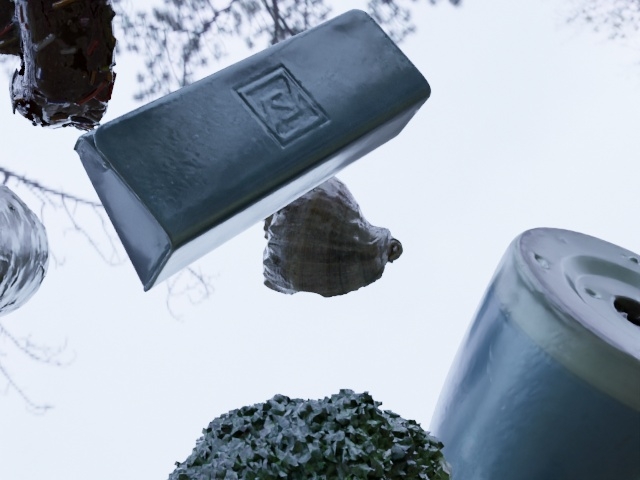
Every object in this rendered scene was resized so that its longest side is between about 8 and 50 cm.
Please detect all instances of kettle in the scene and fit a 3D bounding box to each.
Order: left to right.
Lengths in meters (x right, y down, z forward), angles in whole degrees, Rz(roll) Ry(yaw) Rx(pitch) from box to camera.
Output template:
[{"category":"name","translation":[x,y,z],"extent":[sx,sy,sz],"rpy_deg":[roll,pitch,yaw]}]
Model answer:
[{"category":"kettle","translation":[0.231,0.195,0.905],"extent":[0.319,0.247,0.342],"rpy_deg":[1,-58,-41]}]

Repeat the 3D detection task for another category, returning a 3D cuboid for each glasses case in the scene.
[{"category":"glasses case","translation":[-0.029,-0.074,0.678],"extent":[0.266,0.056,0.105],"rpy_deg":[-35,-74,-40]}]

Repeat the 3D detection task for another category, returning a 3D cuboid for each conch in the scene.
[{"category":"conch","translation":[0.000,0.000,1.199],"extent":[0.155,0.207,0.130],"rpy_deg":[-64,-24,-1]}]

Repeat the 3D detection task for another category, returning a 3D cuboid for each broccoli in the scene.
[{"category":"broccoli","translation":[-0.010,0.150,0.406],"extent":[0.156,0.195,0.195],"rpy_deg":[37,-73,-8]}]

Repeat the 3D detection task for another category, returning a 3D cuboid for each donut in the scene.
[{"category":"donut","translation":[-0.290,-0.226,1.046],"extent":[0.096,0.230,0.216],"rpy_deg":[-14,-15,-30]}]

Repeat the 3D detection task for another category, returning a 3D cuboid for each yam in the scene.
[{"category":"yam","translation":[-0.460,0.012,1.250],"extent":[0.195,0.300,0.195],"rpy_deg":[0,-91,1]}]
